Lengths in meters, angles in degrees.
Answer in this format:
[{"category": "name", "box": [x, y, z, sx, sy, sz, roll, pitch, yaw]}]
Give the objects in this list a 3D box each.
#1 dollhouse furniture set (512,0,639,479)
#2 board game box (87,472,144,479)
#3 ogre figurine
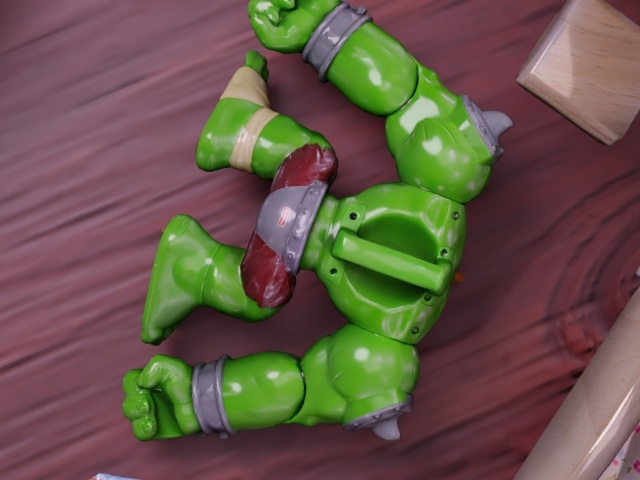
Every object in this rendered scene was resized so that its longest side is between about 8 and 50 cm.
[{"category": "dollhouse furniture set", "box": [0.168, 0.064, 0.725, 0.303, 0.174, 0.355, 34, 84, -14]}, {"category": "board game box", "box": [-0.050, 0.171, 0.816, 0.168, 0.033, 0.133, 10, 85, -1]}, {"category": "ogre figurine", "box": [0.000, 0.000, 0.801, 0.118, 0.097, 0.197, 20, 74, 11]}]
